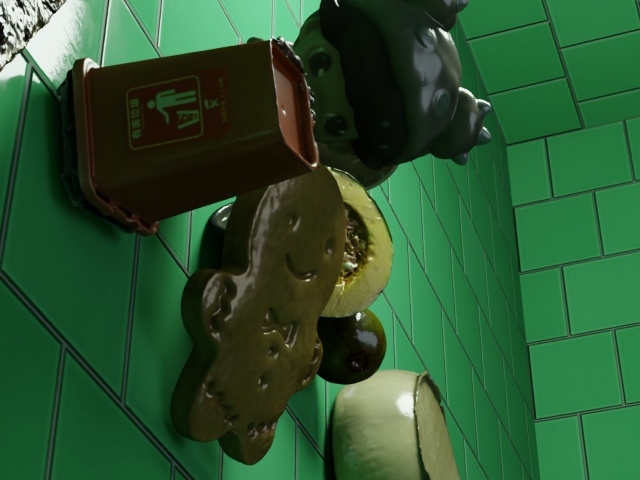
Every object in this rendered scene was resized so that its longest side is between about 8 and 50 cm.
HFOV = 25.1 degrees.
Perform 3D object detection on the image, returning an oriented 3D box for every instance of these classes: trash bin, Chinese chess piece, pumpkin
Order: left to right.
[{"bbox_3d":[-0.127,-0.106,1.463,0.184,0.238,0.161,43,38,-67],"label":"trash bin"},{"bbox_3d":[-0.008,0.010,2.010,0.110,0.217,0.217,147,-64,-65],"label":"pumpkin"},{"bbox_3d":[0.125,0.361,2.166,0.338,0.140,0.338,-12,90,-77],"label":"Chinese chess piece"}]

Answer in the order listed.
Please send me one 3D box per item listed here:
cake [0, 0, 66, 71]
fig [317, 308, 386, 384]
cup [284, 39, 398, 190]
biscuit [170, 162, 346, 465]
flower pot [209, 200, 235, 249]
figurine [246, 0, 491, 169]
[{"bbox_3d":[-0.283,-0.175,1.213,0.246,0.112,0.135,4,77,-77],"label":"cake"},{"bbox_3d":[0.012,0.111,2.092,0.236,0.124,0.124,59,-3,48],"label":"fig"},{"bbox_3d":[0.008,-0.219,2.186,0.253,0.191,0.200,33,32,-21],"label":"cup"},{"bbox_3d":[-0.057,0.075,1.641,0.275,0.052,0.355,44,64,-54],"label":"biscuit"},{"bbox_3d":[-0.058,0.014,1.814,0.157,0.157,0.107,-60,150,-67],"label":"flower pot"},{"bbox_3d":[0.007,-0.182,1.737,0.203,0.380,0.248,-53,130,-76],"label":"figurine"}]
